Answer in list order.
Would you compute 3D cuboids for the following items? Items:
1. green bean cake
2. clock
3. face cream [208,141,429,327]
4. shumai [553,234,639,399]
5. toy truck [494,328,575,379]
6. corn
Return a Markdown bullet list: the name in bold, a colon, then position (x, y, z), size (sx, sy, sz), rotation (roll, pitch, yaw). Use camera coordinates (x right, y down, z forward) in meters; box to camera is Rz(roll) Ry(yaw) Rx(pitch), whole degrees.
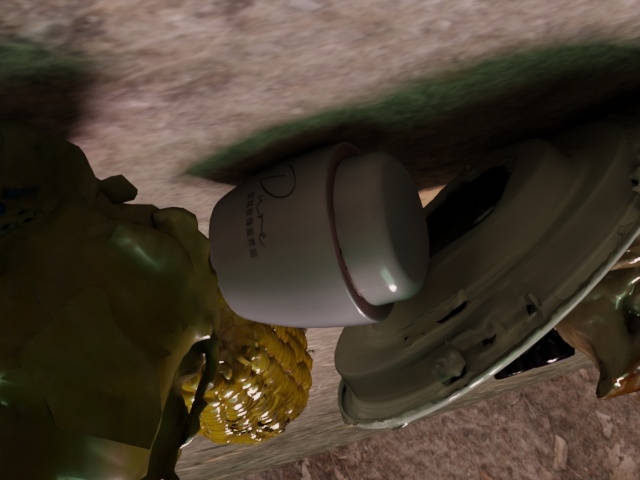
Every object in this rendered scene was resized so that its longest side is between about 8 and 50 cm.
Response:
- **green bean cake**: position (-0.188, 0.075, 0.551), size (0.310, 0.285, 0.202), rotation (24, 170, -38)
- **clock**: position (0.086, 0.004, 0.857), size (0.236, 0.053, 0.236), rotation (-42, -168, 11)
- **face cream**: position (0.000, 0.000, 0.789), size (0.095, 0.091, 0.091), rotation (-12, 172, 22)
- **shumai**: position (0.205, 0.008, 0.904), size (0.201, 0.120, 0.201), rotation (-34, -173, 5)
- **toy truck**: position (0.215, 0.037, 1.277), size (0.125, 0.101, 0.242), rotation (-13, 173, -41)
- **corn**: position (-0.065, 0.087, 1.094), size (0.115, 0.115, 0.318), rotation (-17, 169, 3)
